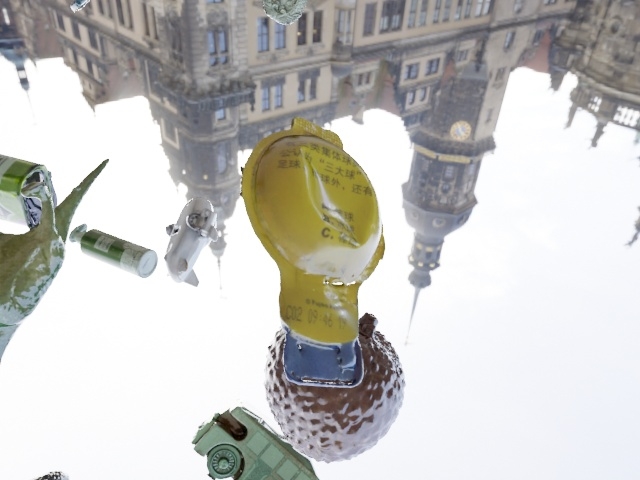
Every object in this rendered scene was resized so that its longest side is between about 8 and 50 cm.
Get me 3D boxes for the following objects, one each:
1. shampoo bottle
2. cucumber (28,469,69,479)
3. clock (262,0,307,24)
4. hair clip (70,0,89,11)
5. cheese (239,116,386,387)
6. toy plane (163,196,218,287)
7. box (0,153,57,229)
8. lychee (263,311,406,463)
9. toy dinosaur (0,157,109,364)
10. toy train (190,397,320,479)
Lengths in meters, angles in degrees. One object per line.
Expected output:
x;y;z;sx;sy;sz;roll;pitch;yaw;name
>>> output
-0.428;0.016;1.046;0.205;0.065;0.065;18;-143;20;shampoo bottle
-0.600;0.522;1.047;0.067;0.067;0.245;14;-177;14;cucumber
-0.056;-0.394;0.826;0.074;0.083;0.010;32;-157;4;clock
-0.380;-0.497;0.801;0.194;0.206;0.310;-40;-145;-1;hair clip
0.000;0.000;0.489;0.177;0.069;0.270;16;-120;-35;cheese
-0.342;-0.001;1.367;0.118;0.244;0.244;28;-157;-31;toy plane
-0.675;-0.115;0.944;0.346;0.134;0.097;14;-131;1;box
0.022;0.238;0.884;0.261;0.260;0.260;3;-145;-2;lychee
-0.387;0.093;0.701;0.087;0.300;0.447;5;-141;30;toy dinosaur
-0.120;0.480;1.091;0.326;0.129;0.159;43;-99;-2;toy train
